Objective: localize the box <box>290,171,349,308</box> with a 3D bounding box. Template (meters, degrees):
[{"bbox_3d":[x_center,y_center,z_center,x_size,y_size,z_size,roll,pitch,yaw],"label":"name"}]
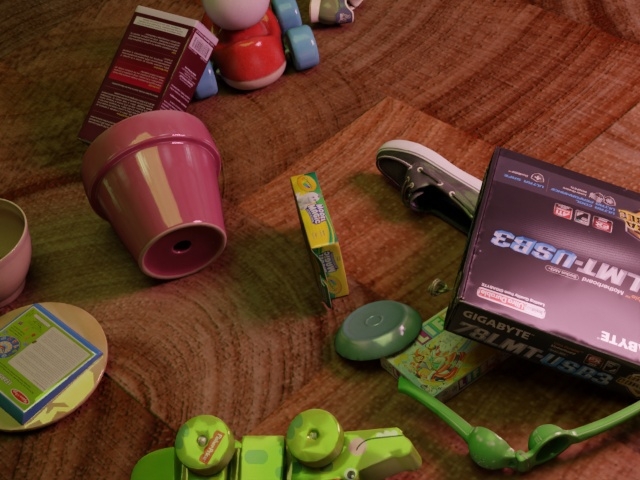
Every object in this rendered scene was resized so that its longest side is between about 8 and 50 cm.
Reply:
[{"bbox_3d":[0.000,0.000,1.680,0.043,0.105,0.179,-13,43,-1],"label":"box"}]

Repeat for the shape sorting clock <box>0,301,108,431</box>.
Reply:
[{"bbox_3d":[-0.383,0.167,1.629,0.206,0.040,0.206,-4,46,4],"label":"shape sorting clock"}]

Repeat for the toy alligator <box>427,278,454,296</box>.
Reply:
[{"bbox_3d":[0.218,0.060,1.564,0.190,0.056,0.051,-10,35,-42],"label":"toy alligator"}]

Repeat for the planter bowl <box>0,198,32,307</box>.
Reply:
[{"bbox_3d":[-0.482,0.031,1.744,0.162,0.109,0.162,-6,44,6],"label":"planter bowl"}]

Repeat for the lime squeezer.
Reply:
[{"bbox_3d":[0.240,0.221,1.431,0.311,0.058,0.110,1,37,14],"label":"lime squeezer"}]

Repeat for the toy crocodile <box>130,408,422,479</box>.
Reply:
[{"bbox_3d":[-0.054,0.264,1.407,0.341,0.115,0.105,-5,62,9],"label":"toy crocodile"}]

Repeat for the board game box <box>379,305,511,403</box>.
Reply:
[{"bbox_3d":[0.167,0.139,1.554,0.154,0.026,0.103,-32,46,-21],"label":"board game box"}]

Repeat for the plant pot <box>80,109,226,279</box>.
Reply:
[{"bbox_3d":[-0.222,-0.053,1.735,0.201,0.201,0.180,-19,59,-9],"label":"plant pot"}]

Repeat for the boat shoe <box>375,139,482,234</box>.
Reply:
[{"bbox_3d":[0.157,-0.069,1.748,0.228,0.080,0.076,33,56,28],"label":"boat shoe"}]

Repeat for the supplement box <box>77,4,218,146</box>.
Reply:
[{"bbox_3d":[-0.273,-0.241,1.939,0.130,0.073,0.239,20,81,29],"label":"supplement box"}]

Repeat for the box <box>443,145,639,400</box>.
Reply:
[{"bbox_3d":[0.325,0.038,1.531,0.296,0.073,0.293,20,46,3],"label":"box"}]

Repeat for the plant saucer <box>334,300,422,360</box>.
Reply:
[{"bbox_3d":[0.072,0.111,1.584,0.119,0.021,0.119,-16,27,8],"label":"plant saucer"}]

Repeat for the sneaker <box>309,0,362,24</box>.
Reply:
[{"bbox_3d":[0.041,-0.445,2.181,0.086,0.064,0.192,9,46,10],"label":"sneaker"}]

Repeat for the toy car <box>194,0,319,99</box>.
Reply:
[{"bbox_3d":[-0.140,-0.392,2.028,0.219,0.238,0.210,-16,43,-6],"label":"toy car"}]
